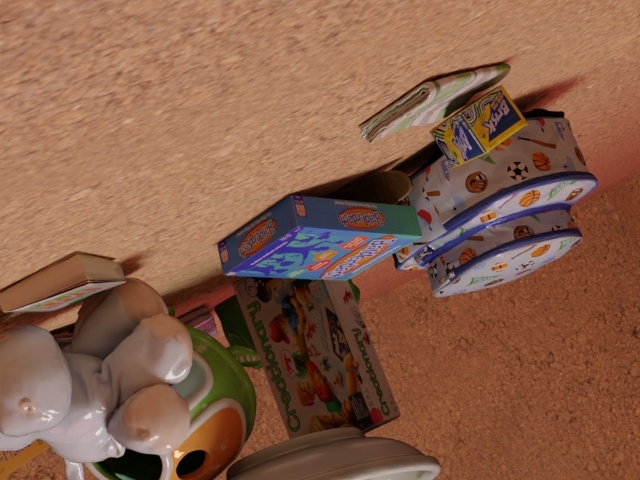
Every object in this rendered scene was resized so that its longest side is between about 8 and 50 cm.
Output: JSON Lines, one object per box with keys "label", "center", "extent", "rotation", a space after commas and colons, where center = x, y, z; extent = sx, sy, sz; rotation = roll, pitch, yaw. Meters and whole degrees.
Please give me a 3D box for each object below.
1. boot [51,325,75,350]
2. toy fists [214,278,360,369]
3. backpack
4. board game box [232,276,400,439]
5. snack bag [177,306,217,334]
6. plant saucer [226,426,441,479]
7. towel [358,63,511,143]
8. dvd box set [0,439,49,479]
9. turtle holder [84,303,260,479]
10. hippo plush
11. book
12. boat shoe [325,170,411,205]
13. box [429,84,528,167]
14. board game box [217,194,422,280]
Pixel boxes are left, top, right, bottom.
{"label": "boot", "center": [-0.346, 0.178, 1.791], "extent": [0.219, 0.106, 0.082], "rotation": [-23, 172, -29]}
{"label": "toy fists", "center": [-0.052, 0.127, 2.353], "extent": [0.279, 0.142, 0.096], "rotation": [-29, 173, 28]}
{"label": "backpack", "center": [0.230, -0.055, 1.810], "extent": [0.276, 0.213, 0.263], "rotation": [-17, 159, -38]}
{"label": "board game box", "center": [-0.010, 0.168, 2.118], "extent": [0.193, 0.305, 0.053], "rotation": [-32, 164, 37]}
{"label": "snack bag", "center": [-0.342, 0.215, 2.408], "extent": [0.342, 0.037, 0.323], "rotation": [-25, 174, -7]}
{"label": "plant saucer", "center": [-0.025, 0.356, 1.996], "extent": [0.400, 0.101, 0.400], "rotation": [-17, 163, -5]}
{"label": "towel", "center": [0.123, -0.144, 1.425], "extent": [0.152, 0.023, 0.113], "rotation": [-19, 171, -47]}
{"label": "dvd box set", "center": [-0.679, 0.426, 2.256], "extent": [0.307, 0.062, 0.420], "rotation": [-20, -175, 25]}
{"label": "turtle holder", "center": [-0.258, 0.229, 1.944], "extent": [0.243, 0.320, 0.227], "rotation": [-48, -177, 34]}
{"label": "hippo plush", "center": [-0.312, 0.153, 1.554], "extent": [0.236, 0.234, 0.294], "rotation": [13, 148, -38]}
{"label": "book", "center": [-0.270, 0.048, 1.424], "extent": [0.096, 0.035, 0.144], "rotation": [-23, 175, 6]}
{"label": "boat shoe", "center": [0.058, -0.057, 1.765], "extent": [0.135, 0.050, 0.045], "rotation": [-19, 180, 18]}
{"label": "box", "center": [0.173, -0.125, 1.509], "extent": [0.059, 0.054, 0.169], "rotation": [-35, -179, -7]}
{"label": "board game box", "center": [0.000, 0.000, 1.727], "extent": [0.210, 0.047, 0.160], "rotation": [3, 155, -40]}
